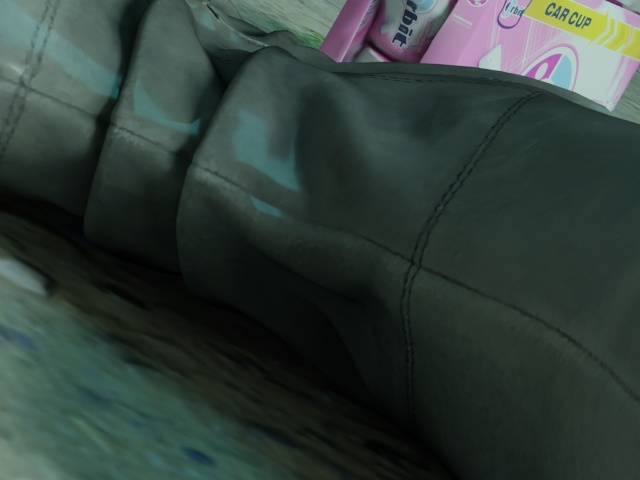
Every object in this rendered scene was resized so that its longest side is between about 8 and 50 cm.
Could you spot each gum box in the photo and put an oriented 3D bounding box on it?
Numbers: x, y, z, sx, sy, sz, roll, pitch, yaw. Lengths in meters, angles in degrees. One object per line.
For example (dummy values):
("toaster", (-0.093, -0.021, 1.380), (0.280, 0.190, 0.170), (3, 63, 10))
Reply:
("gum box", (0.069, -0.075, 0.820), (0.062, 0.107, 0.188), (35, 14, 26))

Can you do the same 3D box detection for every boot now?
("boot", (0.000, 0.000, 0.422), (0.223, 0.118, 0.338), (25, 2, -5))
